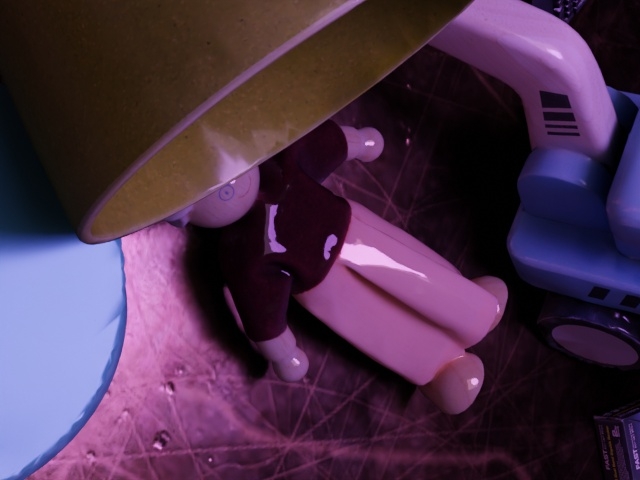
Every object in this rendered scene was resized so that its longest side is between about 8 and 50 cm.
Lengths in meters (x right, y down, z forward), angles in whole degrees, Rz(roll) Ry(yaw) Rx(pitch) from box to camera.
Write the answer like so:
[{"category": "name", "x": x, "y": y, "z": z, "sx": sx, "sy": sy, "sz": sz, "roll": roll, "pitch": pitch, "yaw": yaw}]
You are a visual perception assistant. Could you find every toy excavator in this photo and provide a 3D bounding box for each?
[{"category": "toy excavator", "x": 0.230, "y": -0.079, "z": 1.101, "sx": 0.222, "sy": 0.433, "sz": 0.445, "roll": -65, "pitch": 155, "yaw": -20}]

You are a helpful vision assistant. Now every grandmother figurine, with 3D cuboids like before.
[{"category": "grandmother figurine", "x": 0.000, "y": 0.000, "z": 1.047, "sx": 0.342, "sy": 0.104, "sz": 0.208, "roll": 30, "pitch": 61, "yaw": -33}]

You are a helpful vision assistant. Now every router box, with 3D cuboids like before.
[{"category": "router box", "x": 0.309, "y": 0.210, "z": 1.292, "sx": 0.092, "sy": 0.038, "sz": 0.122, "roll": -15, "pitch": 96, "yaw": -35}]

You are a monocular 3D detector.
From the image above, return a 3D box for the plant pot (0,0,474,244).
[{"category": "plant pot", "x": -0.093, "y": -0.194, "z": 0.732, "sx": 0.275, "sy": 0.275, "sz": 0.293, "roll": -33, "pitch": 87, "yaw": -33}]

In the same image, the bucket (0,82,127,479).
[{"category": "bucket", "x": -0.258, "y": 0.029, "z": 0.802, "sx": 0.281, "sy": 0.183, "sz": 0.281, "roll": 3, "pitch": 85, "yaw": -36}]

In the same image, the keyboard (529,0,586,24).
[{"category": "keyboard", "x": 0.229, "y": -0.295, "z": 1.132, "sx": 0.201, "sy": 0.033, "sz": 0.317, "roll": -57, "pitch": 163, "yaw": -8}]
